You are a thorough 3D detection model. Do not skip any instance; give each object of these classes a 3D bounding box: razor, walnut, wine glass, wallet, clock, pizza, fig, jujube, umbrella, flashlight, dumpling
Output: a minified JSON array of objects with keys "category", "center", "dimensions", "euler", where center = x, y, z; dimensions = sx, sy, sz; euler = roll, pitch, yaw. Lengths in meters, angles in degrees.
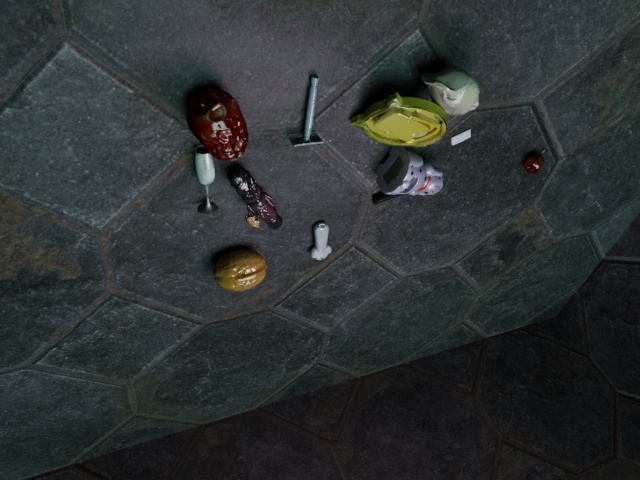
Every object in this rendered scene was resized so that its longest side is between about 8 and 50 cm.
[{"category":"razor","center":[-0.033,-0.406,1.723],"dimensions":[0.106,0.068,0.231],"euler":[-12,136,-22]},{"category":"walnut","center":[-0.306,0.114,2.091],"dimensions":[0.207,0.159,0.159],"euler":[-10,140,-15]},{"category":"wine glass","center":[-0.367,-0.195,1.750],"dimensions":[0.074,0.074,0.262],"euler":[-14,139,-19]},{"category":"wallet","center":[0.548,-0.403,2.134],"dimensions":[0.083,0.011,0.044],"euler":[-25,144,-5]},{"category":"clock","center":[0.361,-0.246,2.065],"dimensions":[0.254,0.188,0.188],"euler":[6,132,-36]},{"category":"pizza","center":[-0.248,-0.070,2.020],"dimensions":[0.037,0.016,0.083],"euler":[-36,139,13]},{"category":"fig","center":[0.951,-0.353,2.408],"dimensions":[0.125,0.089,0.088],"euler":[-41,149,-22]},{"category":"jujube","center":[-0.291,-0.327,1.579],"dimensions":[0.155,0.155,0.230],"euler":[-25,153,-4]},{"category":"umbrella","center":[-0.218,-0.142,1.888],"dimensions":[0.090,0.094,0.326],"euler":[-9,148,20]},{"category":"clock","center":[0.278,-0.403,1.828],"dimensions":[0.294,0.071,0.277],"euler":[21,158,-37]},{"category":"flashlight","center":[0.000,0.000,2.239],"dimensions":[0.093,0.047,0.200],"euler":[-17,140,-15]},{"category":"dumpling","center":[0.417,-0.498,1.787],"dimensions":[0.258,0.193,0.147],"euler":[-8,138,-51]}]

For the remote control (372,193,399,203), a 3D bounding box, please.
[{"category":"remote control","center":[0.326,-0.194,2.218],"dimensions":[0.245,0.025,0.063],"euler":[-19,172,-13]}]
